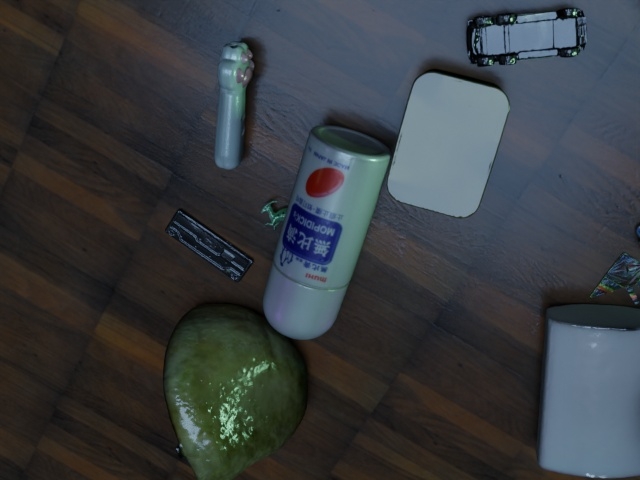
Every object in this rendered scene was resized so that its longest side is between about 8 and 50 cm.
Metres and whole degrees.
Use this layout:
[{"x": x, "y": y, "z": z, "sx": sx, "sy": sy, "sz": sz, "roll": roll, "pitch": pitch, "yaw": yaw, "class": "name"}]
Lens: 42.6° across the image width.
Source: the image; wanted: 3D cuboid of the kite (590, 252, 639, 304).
[{"x": 0.482, "y": 0.061, "z": 1.287, "sx": 0.122, "sy": 0.004, "sz": 0.090, "roll": -16, "pitch": 106, "yaw": 15, "class": "kite"}]

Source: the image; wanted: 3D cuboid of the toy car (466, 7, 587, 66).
[{"x": 0.291, "y": -0.291, "z": 1.167, "sx": 0.165, "sy": 0.062, "sz": 0.071, "roll": -4, "pitch": 109, "yaw": 11, "class": "toy car"}]

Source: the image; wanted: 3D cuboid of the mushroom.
[{"x": -0.133, "y": 0.272, "z": 1.354, "sx": 0.212, "sy": 0.217, "sz": 0.291, "roll": -2, "pitch": 108, "yaw": 7, "class": "mushroom"}]

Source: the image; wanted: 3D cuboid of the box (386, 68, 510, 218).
[{"x": 0.188, "y": -0.148, "z": 1.220, "sx": 0.145, "sy": 0.090, "sz": 0.201, "roll": 14, "pitch": 111, "yaw": 5, "class": "box"}]

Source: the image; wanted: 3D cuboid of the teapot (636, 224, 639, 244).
[{"x": 0.522, "y": -0.005, "z": 1.233, "sx": 0.083, "sy": 0.049, "sz": 0.063, "roll": -29, "pitch": 102, "yaw": 18, "class": "teapot"}]

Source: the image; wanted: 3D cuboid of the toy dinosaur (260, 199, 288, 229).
[{"x": -0.055, "y": -0.046, "z": 1.335, "sx": 0.083, "sy": 0.021, "sz": 0.062, "roll": -33, "pitch": 107, "yaw": 3, "class": "toy dinosaur"}]

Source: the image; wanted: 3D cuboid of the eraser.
[{"x": 0.442, "y": 0.242, "z": 1.309, "sx": 0.174, "sy": 0.095, "sz": 0.270, "roll": 2, "pitch": 108, "yaw": 10, "class": "eraser"}]

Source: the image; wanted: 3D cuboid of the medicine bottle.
[{"x": 0.000, "y": 0.000, "z": 1.281, "sx": 0.130, "sy": 0.130, "sz": 0.340, "roll": 19, "pitch": 114, "yaw": 3, "class": "medicine bottle"}]

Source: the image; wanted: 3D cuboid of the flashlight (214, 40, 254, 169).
[{"x": -0.133, "y": -0.203, "z": 1.262, "sx": 0.048, "sy": 0.093, "sz": 0.200, "roll": 10, "pitch": 116, "yaw": 6, "class": "flashlight"}]

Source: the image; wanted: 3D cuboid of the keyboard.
[{"x": -0.188, "y": 0.009, "z": 1.383, "sx": 0.155, "sy": 0.010, "sz": 0.053, "roll": 36, "pitch": 110, "yaw": -3, "class": "keyboard"}]
